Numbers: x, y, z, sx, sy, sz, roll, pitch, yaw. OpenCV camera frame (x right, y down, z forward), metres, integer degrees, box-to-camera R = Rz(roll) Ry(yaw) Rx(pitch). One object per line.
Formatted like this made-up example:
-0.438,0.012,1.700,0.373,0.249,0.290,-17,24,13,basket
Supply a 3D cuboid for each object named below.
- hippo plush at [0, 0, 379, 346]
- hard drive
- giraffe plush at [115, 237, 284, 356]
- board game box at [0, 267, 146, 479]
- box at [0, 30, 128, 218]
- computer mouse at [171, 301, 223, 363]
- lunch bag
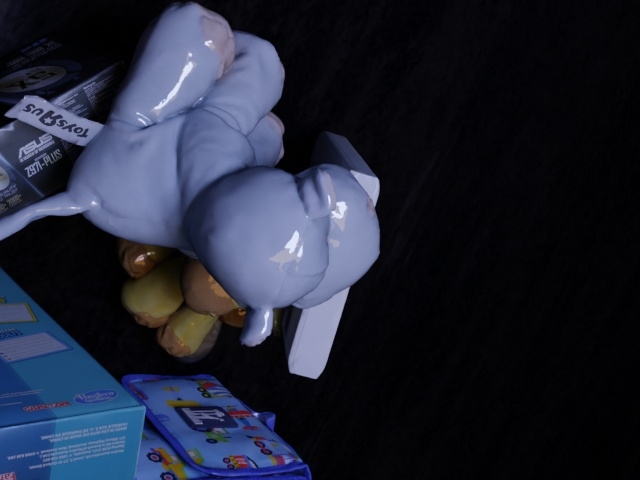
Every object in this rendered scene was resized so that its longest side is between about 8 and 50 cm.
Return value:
-0.068,-0.058,0.831,0.294,0.237,0.234,3,109,-55,hippo plush
0.000,0.000,1.087,0.040,0.307,0.203,15,101,-8,hard drive
-0.098,0.032,1.060,0.210,0.170,0.181,-42,113,-10,giraffe plush
-0.336,0.110,0.823,0.254,0.336,0.079,-2,111,-38,board game box
-0.270,-0.103,0.909,0.180,0.147,0.077,-35,128,-21,box
-0.130,0.024,1.162,0.071,0.041,0.242,14,96,-24,computer mouse
-0.170,0.239,1.095,0.293,0.221,0.138,-8,114,-36,lunch bag
